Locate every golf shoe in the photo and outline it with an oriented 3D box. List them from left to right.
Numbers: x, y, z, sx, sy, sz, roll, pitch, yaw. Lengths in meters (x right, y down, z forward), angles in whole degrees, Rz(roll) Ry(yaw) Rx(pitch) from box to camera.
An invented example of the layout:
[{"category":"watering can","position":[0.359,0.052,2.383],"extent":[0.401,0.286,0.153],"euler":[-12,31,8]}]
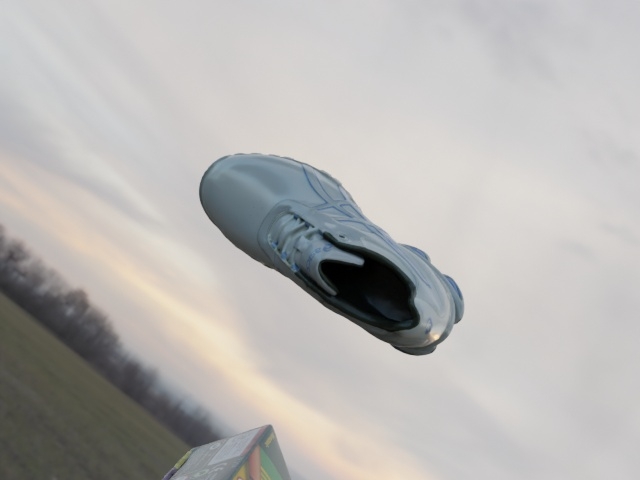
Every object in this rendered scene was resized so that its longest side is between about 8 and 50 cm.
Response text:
[{"category":"golf shoe","position":[0.000,0.000,0.645],"extent":[0.176,0.069,0.086],"euler":[31,5,14]}]

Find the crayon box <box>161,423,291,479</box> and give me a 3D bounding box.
[{"category":"crayon box","position":[-0.072,0.372,1.001],"extent":[0.363,0.106,0.313],"euler":[-40,110,-76]}]
